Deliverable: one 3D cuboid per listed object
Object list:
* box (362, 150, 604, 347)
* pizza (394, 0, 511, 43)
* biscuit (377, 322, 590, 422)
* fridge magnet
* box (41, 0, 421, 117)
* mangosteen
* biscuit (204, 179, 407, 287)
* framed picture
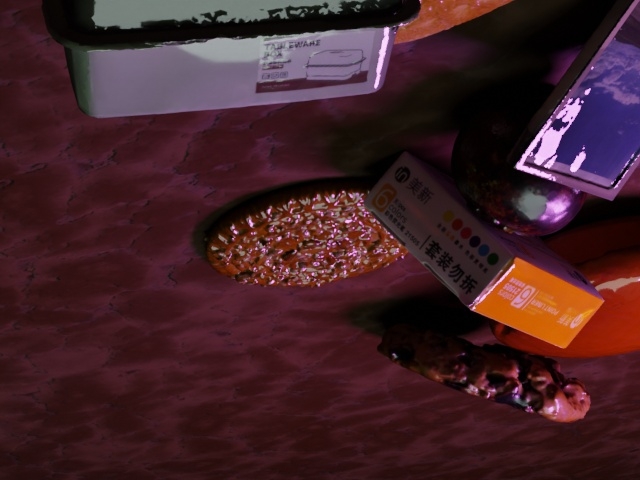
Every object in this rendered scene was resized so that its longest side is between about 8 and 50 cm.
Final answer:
[{"bbox_3d":[0.204,0.016,1.972,0.091,0.221,0.274,-51,144,11],"label":"box"},{"bbox_3d":[0.092,-0.233,1.533,0.271,0.056,0.134,-18,159,23],"label":"pizza"},{"bbox_3d":[0.250,0.189,2.440,0.334,0.081,0.289,18,-179,26],"label":"biscuit"},{"bbox_3d":[0.417,0.075,2.299,0.364,0.155,0.363,-9,159,-3],"label":"fridge magnet"},{"bbox_3d":[-0.081,-0.219,1.277,0.291,0.220,0.166,-6,136,-12],"label":"box"},{"bbox_3d":[0.238,-0.095,1.821,0.172,0.172,0.184,15,121,-47],"label":"mangosteen"},{"bbox_3d":[0.000,0.000,2.084,0.305,0.038,0.305,-9,158,-4],"label":"biscuit"},{"bbox_3d":[0.323,-0.164,1.695,0.189,0.023,0.260,14,117,-45],"label":"framed picture"}]
